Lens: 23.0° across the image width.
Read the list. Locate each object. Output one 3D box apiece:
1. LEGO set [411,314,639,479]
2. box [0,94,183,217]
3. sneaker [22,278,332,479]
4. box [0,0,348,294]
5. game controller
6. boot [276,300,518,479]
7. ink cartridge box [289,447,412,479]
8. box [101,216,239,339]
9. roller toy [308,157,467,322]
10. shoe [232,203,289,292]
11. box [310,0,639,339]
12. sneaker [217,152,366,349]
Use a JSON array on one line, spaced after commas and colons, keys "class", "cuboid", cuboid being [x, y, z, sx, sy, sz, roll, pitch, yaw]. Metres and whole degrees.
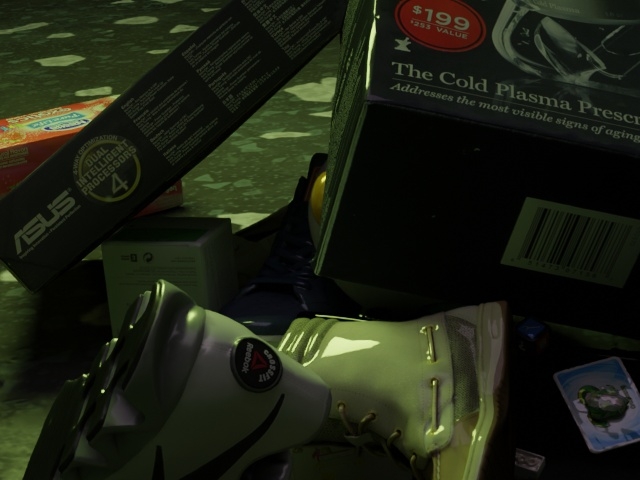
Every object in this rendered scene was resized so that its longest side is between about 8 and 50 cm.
[{"class": "LEGO set", "cuboid": [0.139, 0.156, 1.049, 0.182, 0.060, 0.244, -15, 43, -6]}, {"class": "box", "cuboid": [-0.301, -0.081, 1.823, 0.257, 0.122, 0.128, -16, 23, -33]}, {"class": "sneaker", "cuboid": [-0.103, 0.145, 1.005, 0.146, 0.122, 0.330, 24, -30, -16]}, {"class": "box", "cuboid": [-0.138, -0.120, 1.534, 0.395, 0.097, 0.318, -41, 7, 3]}, {"class": "game controller", "cuboid": [0.141, 0.089, 1.237, 0.319, 0.067, 0.166, 6, -13, 29]}, {"class": "boot", "cuboid": [0.040, 0.128, 1.012, 0.165, 0.077, 0.213, -3, 44, 15]}, {"class": "ink cartridge box", "cuboid": [0.001, 0.132, 1.157, 0.143, 0.089, 0.092, -10, 20, -18]}, {"class": "box", "cuboid": [-0.137, 0.037, 1.461, 0.101, 0.102, 0.087, 0, 17, 17]}, {"class": "roller toy", "cuboid": [0.097, -0.036, 1.374, 0.209, 0.146, 0.191, 28, 54, -10]}, {"class": "shoe", "cuboid": [-0.077, 0.010, 1.599, 0.077, 0.058, 0.219, 11, 24, 40]}, {"class": "box", "cuboid": [0.185, -0.106, 1.224, 0.343, 0.179, 0.312, 11, 43, -5]}, {"class": "sneaker", "cuboid": [0.000, 0.000, 1.469, 0.131, 0.148, 0.350, 5, 20, 24]}]
